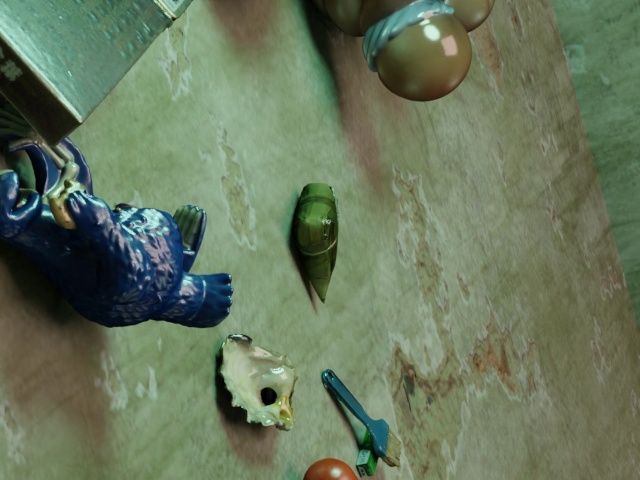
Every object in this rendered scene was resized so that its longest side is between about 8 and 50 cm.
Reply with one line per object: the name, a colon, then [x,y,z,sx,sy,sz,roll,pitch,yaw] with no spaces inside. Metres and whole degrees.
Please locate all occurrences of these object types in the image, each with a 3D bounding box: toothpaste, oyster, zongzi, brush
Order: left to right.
oyster: [-0.061,0.147,1.887,0.146,0.045,0.121,-40,118,-59]
zongzi: [0.000,0.000,2.144,0.104,0.052,0.113,-79,162,-59]
brush: [0.049,0.206,2.150,0.164,0.014,0.051,51,27,-31]
toothpaste: [0.060,0.248,2.180,0.083,0.017,0.020,-68,141,-56]

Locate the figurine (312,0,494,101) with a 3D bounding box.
figurine: [0.103,-0.397,2.283,0.276,0.248,0.388,-62,163,-46]

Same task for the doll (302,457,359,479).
doll: [0.069,0.361,1.977,0.290,0.130,0.161,55,16,-25]

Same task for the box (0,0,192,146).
box: [-0.225,-0.220,1.605,0.180,0.047,0.325,48,29,-11]

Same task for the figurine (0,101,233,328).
figurine: [-0.197,0.004,1.541,0.262,0.121,0.164,30,19,-34]
